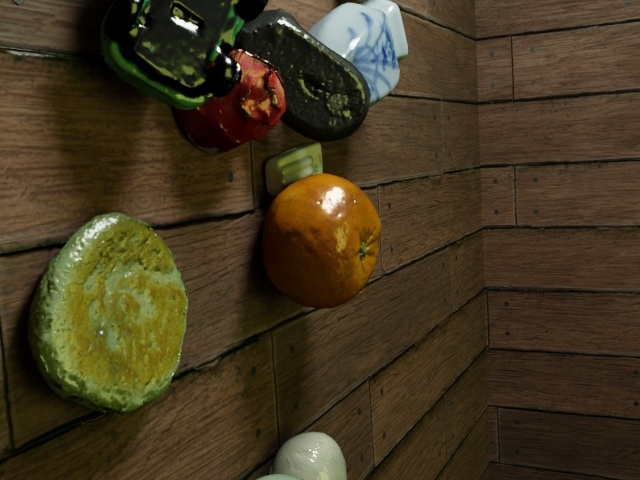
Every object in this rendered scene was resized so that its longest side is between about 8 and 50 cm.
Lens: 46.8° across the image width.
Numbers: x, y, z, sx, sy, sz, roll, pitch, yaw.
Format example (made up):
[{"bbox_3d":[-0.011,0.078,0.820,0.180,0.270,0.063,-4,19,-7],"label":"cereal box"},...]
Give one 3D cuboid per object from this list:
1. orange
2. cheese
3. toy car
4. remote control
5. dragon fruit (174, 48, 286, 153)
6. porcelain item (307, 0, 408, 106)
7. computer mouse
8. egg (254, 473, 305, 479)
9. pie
[{"bbox_3d":[0.000,0.000,1.542,0.284,0.226,0.283,-32,126,-58],"label":"orange"},{"bbox_3d":[-0.024,0.507,1.580,0.198,0.154,0.189,13,73,-63],"label":"cheese"},{"bbox_3d":[-0.215,-0.381,1.168,0.213,0.176,0.358,27,71,-32],"label":"toy car"},{"bbox_3d":[-0.051,-0.158,1.640,0.230,0.049,0.090,-35,123,-60],"label":"remote control"},{"bbox_3d":[-0.159,-0.241,1.339,0.189,0.163,0.262,-59,151,0],"label":"dragon fruit"},{"bbox_3d":[0.074,-0.425,1.747,0.405,0.179,0.242,-56,137,-48],"label":"porcelain item"},{"bbox_3d":[-0.044,-0.325,1.488,0.323,0.116,0.183,33,90,-26],"label":"computer mouse"},{"bbox_3d":[-0.073,0.619,1.340,0.276,0.276,0.388,-5,97,-64],"label":"egg"},{"bbox_3d":[-0.305,0.110,1.112,0.323,0.071,0.323,-4,90,-65],"label":"pie"}]
